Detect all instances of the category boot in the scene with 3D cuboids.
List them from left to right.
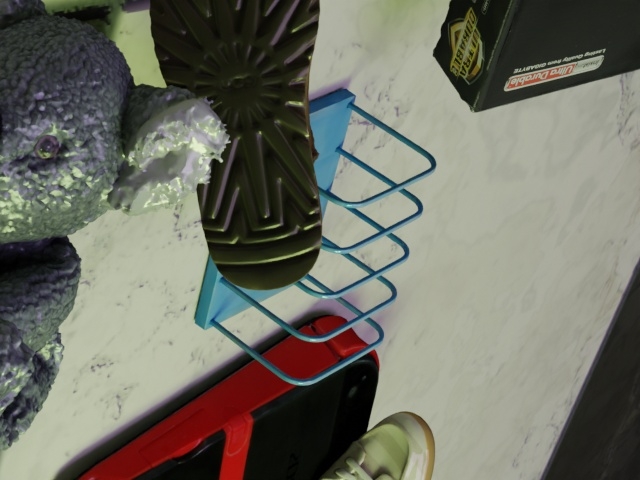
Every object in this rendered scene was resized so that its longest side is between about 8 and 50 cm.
[{"bbox_3d":[-0.047,-0.091,1.105,0.269,0.089,0.236,-104,-168,-83],"label":"boot"}]

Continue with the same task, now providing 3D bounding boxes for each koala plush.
[{"bbox_3d":[-0.171,-0.024,0.958,0.221,0.196,0.203,-57,165,3],"label":"koala plush"}]

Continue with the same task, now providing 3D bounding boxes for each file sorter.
[{"bbox_3d":[0.000,0.000,1.340,0.118,0.104,0.170,-27,142,-45],"label":"file sorter"}]

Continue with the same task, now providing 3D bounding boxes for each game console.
[{"bbox_3d":[-0.100,0.261,1.543,0.342,0.060,0.386,-28,142,-38],"label":"game console"}]

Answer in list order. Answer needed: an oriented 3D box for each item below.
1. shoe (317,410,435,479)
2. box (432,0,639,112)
[{"bbox_3d":[0.021,0.237,1.551,0.219,0.076,0.058,-57,156,12],"label":"shoe"},{"bbox_3d":[0.246,-0.236,1.274,0.295,0.073,0.293,-15,145,-26],"label":"box"}]
